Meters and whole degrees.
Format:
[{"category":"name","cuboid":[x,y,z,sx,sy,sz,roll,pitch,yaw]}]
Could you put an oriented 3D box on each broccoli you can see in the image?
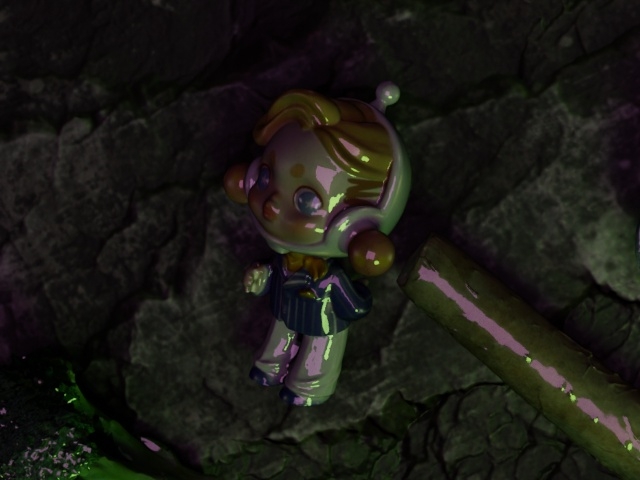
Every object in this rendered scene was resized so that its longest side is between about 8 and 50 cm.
[{"category":"broccoli","cuboid":[-0.219,0.240,1.020,0.269,0.254,0.269,-8,115,-17]}]

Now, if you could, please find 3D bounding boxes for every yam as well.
[{"category":"yam","cuboid":[0.224,0.130,1.011,0.371,0.083,0.083,38,101,3]}]

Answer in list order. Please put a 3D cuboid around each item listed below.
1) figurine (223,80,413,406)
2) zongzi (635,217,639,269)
[{"category":"figurine","cuboid":[0.006,0.007,0.993,0.194,0.133,0.274,-1,97,50]},{"category":"zongzi","cuboid":[0.397,0.163,0.895,0.403,0.208,0.432,25,83,3]}]
